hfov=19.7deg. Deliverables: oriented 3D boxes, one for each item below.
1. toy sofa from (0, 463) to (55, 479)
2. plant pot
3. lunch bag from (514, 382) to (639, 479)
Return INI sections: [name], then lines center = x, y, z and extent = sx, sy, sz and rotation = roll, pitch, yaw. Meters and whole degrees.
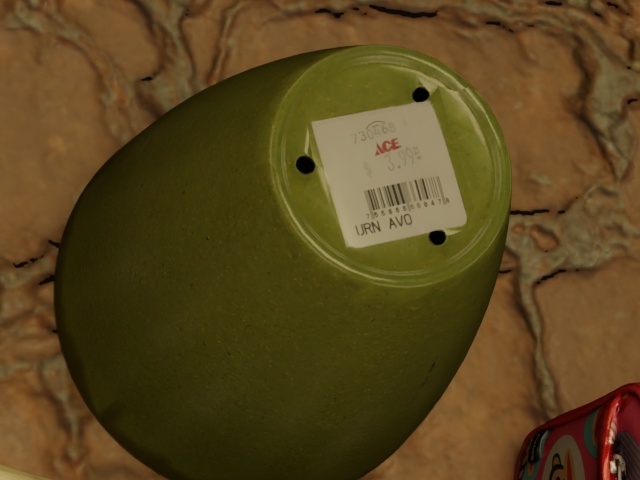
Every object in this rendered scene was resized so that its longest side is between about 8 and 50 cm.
[toy sofa]
center = -0.184, 0.188, 1.067
extent = 0.362, 0.150, 0.177
rotation = 18, 67, -12
[plant pot]
center = 0.000, 0.000, 1.102
extent = 0.274, 0.293, 0.275
rotation = 5, 73, -16
[lunch bag]
center = 0.210, 0.238, 1.115
extent = 0.120, 0.258, 0.293
rotation = 5, 72, -18
